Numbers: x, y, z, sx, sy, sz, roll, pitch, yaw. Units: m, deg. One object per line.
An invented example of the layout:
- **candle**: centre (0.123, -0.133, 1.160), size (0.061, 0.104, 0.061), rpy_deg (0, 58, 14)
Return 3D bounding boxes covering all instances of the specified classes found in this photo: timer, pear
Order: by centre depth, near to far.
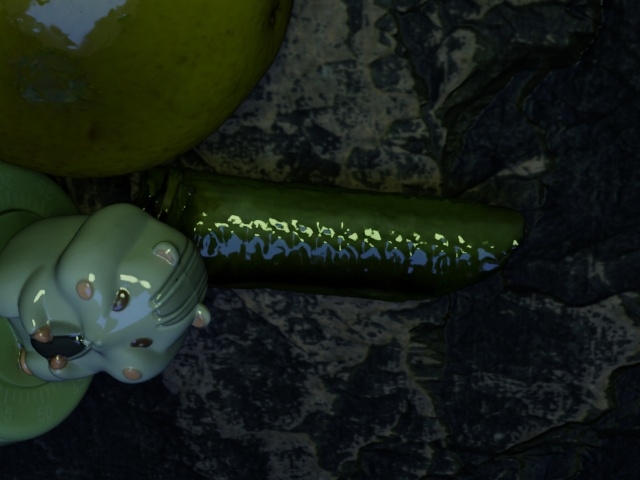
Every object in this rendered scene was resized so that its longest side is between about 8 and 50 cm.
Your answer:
- **pear**: centre (-0.189, -0.189, 1.188), size (0.340, 0.191, 0.386), rpy_deg (20, 132, -16)
- **timer**: centre (-0.245, 0.052, 1.293), size (0.315, 0.290, 0.291), rpy_deg (-5, 132, 30)

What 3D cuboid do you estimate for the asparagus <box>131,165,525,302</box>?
- **asparagus**: centre (0.000, 0.000, 1.393), size (0.382, 0.108, 0.128), rpy_deg (5, 128, -1)
